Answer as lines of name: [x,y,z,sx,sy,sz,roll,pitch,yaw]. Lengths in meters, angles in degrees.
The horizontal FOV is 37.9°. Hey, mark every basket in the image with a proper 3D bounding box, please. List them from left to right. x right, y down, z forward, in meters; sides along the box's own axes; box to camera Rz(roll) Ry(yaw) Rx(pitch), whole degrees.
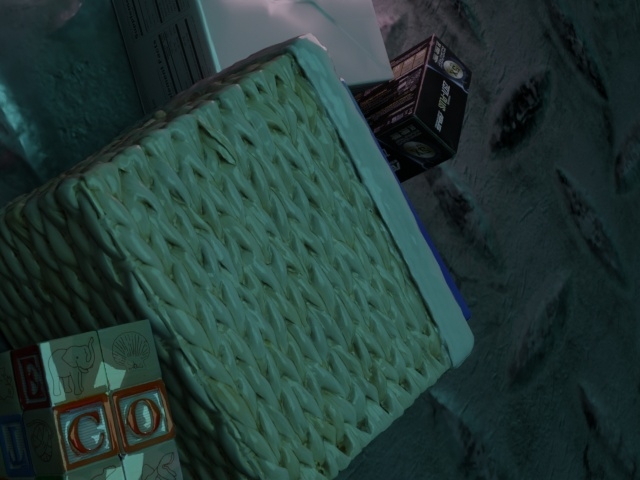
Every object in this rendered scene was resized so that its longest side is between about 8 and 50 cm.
basket: [-0.103,0.047,0.845,0.266,0.328,0.331,-39,106,-36]

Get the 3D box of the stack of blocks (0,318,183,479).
stack of blocks: [-0.226,0.170,0.716,0.087,0.297,0.171,-10,85,-43]

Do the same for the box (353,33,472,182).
box: [0.085,-0.143,1.142,0.077,0.180,0.147,38,47,-27]

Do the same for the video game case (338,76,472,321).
video game case: [0.000,0.000,0.979,0.061,0.244,0.269,-32,94,-38]

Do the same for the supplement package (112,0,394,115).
supplement package: [-0.077,-0.247,1.060,0.262,0.145,0.204,-17,91,-44]
